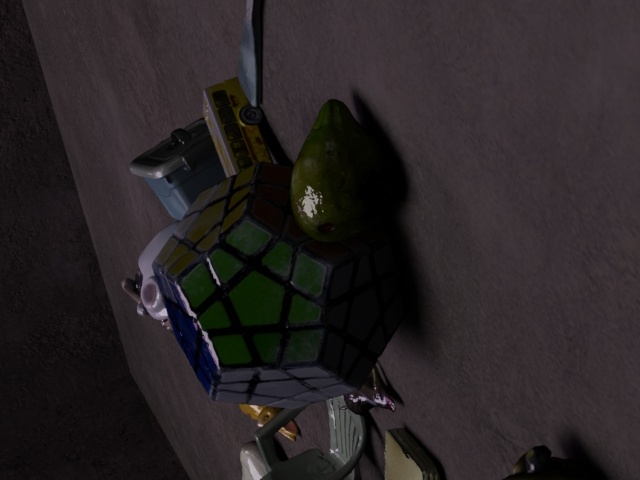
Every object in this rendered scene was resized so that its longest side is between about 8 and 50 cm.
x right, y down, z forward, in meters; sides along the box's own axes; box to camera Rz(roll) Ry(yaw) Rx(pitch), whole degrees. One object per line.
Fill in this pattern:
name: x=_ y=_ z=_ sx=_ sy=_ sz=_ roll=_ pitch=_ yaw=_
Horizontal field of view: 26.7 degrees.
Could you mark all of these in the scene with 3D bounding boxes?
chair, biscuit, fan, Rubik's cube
chair: x=0.007 y=0.376 z=2.140 sx=0.203 sy=0.190 sz=0.275 roll=44 pitch=161 yaw=50
biscuit: x=0.129 y=0.374 z=1.892 sx=0.121 sy=0.040 sz=0.199 roll=-132 pitch=37 yaw=-58
fan: x=-0.088 y=-0.262 z=1.791 sx=0.057 sy=0.023 sz=0.282 roll=63 pitch=165 yaw=18
Rubik's cube: x=-0.051 y=0.059 z=1.678 sx=0.319 sy=0.264 sz=0.319 roll=56 pitch=161 yaw=31

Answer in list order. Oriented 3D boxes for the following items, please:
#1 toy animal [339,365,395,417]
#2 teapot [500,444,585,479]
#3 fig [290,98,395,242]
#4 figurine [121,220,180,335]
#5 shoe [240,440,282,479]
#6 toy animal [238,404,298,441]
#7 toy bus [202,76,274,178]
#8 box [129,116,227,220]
toy animal: x=0.061 y=0.220 z=1.948 sx=0.105 sy=0.070 sz=0.202 roll=60 pitch=159 yaw=-14
teapot: x=0.230 y=0.296 z=1.343 sx=0.269 sy=0.173 sz=0.183 roll=156 pitch=115 yaw=-64
fig: x=0.017 y=-0.082 z=1.536 sx=0.123 sy=0.123 sz=0.156 roll=124 pitch=131 yaw=-71
figurine: x=-0.143 y=0.066 z=2.106 sx=0.253 sy=0.211 sz=0.361 roll=25 pitch=169 yaw=-22
shoe: x=-0.133 y=0.594 z=2.794 sx=0.132 sy=0.210 sz=0.342 roll=21 pitch=132 yaw=68
toy animal: x=-0.098 y=0.329 z=2.581 sx=0.159 sy=0.070 sz=0.083 roll=46 pitch=153 yaw=40
toy bus: x=-0.104 y=-0.121 z=1.920 sx=0.081 sy=0.074 sz=0.226 roll=106 pitch=145 yaw=-66
box: x=-0.193 y=-0.116 z=2.093 sx=0.130 sy=0.162 sz=0.227 roll=61 pitch=166 yaw=-16
